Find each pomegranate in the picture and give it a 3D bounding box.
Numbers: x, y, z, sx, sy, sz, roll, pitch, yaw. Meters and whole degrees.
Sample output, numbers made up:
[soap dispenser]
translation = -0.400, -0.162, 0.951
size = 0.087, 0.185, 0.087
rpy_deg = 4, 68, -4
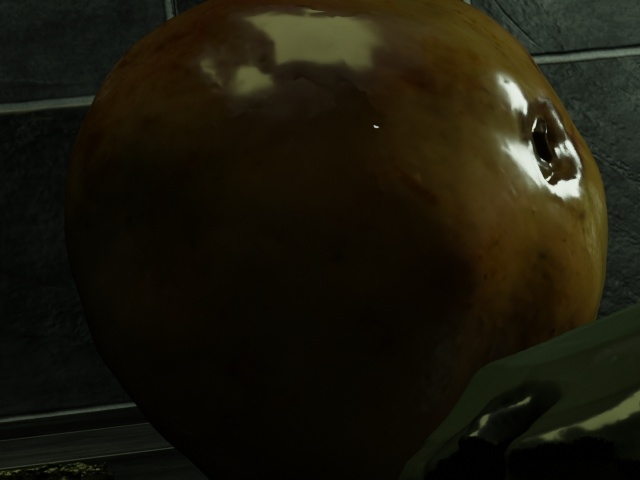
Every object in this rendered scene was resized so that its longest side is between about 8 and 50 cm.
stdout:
[pomegranate]
translation = 0.000, 0.000, 1.355
size = 0.411, 0.412, 0.411
rpy_deg = -6, -1, 0

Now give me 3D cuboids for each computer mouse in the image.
[computer mouse]
translation = 0.228, 0.087, 1.004
size = 0.429, 0.145, 0.228
rpy_deg = -19, 0, -39

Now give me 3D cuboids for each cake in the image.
[cake]
translation = -0.217, 0.189, 1.383
size = 0.140, 0.051, 0.055
rpy_deg = -4, -4, -12
